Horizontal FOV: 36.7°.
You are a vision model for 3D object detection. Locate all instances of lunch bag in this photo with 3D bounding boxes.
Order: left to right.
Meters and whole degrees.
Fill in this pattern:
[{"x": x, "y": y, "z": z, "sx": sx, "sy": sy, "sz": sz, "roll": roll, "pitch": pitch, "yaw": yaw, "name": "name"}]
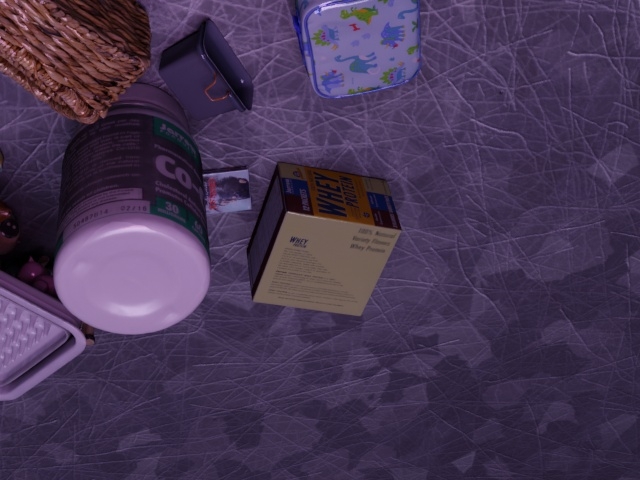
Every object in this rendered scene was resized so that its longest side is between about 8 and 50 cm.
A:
[{"x": 0.051, "y": -0.302, "z": 1.373, "sx": 0.176, "sy": 0.090, "sz": 0.219, "roll": -14, "pitch": 151, "yaw": 0, "name": "lunch bag"}]

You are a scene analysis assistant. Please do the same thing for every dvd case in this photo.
[{"x": -0.177, "y": -0.081, "z": 1.602, "sx": 0.120, "sy": 0.013, "sz": 0.087, "roll": -5, "pitch": 131, "yaw": -6, "name": "dvd case"}]

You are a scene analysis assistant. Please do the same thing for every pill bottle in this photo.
[{"x": -0.266, "y": -0.059, "z": 1.370, "sx": 0.204, "sy": 0.361, "sz": 0.204, "roll": -6, "pitch": 132, "yaw": -7, "name": "pill bottle"}]

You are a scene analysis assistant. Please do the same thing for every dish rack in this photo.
[{"x": -0.540, "y": 0.108, "z": 1.435, "sx": 0.333, "sy": 0.072, "sz": 0.286, "roll": 34, "pitch": 130, "yaw": -29, "name": "dish rack"}]

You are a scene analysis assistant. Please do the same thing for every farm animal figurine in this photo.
[{"x": -0.527, "y": 0.050, "z": 1.553, "sx": 0.327, "sy": 0.172, "sz": 0.330, "roll": -17, "pitch": 134, "yaw": 23, "name": "farm animal figurine"}]

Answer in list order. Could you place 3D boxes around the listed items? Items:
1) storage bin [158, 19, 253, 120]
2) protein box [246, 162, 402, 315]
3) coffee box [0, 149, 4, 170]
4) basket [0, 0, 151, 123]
[{"x": -0.172, "y": -0.237, "z": 1.421, "sx": 0.091, "sy": 0.098, "sz": 0.135, "roll": -20, "pitch": 132, "yaw": 20, "name": "storage bin"}, {"x": 0.000, "y": 0.000, "z": 1.626, "sx": 0.200, "sy": 0.136, "sz": 0.201, "roll": 9, "pitch": 129, "yaw": -18, "name": "protein box"}, {"x": -0.584, "y": -0.139, "z": 1.450, "sx": 0.184, "sy": 0.040, "sz": 0.113, "roll": -12, "pitch": 132, "yaw": 0, "name": "coffee box"}, {"x": -0.398, "y": -0.273, "z": 1.257, "sx": 0.223, "sy": 0.213, "sz": 0.299, "roll": -36, "pitch": 127, "yaw": 19, "name": "basket"}]
